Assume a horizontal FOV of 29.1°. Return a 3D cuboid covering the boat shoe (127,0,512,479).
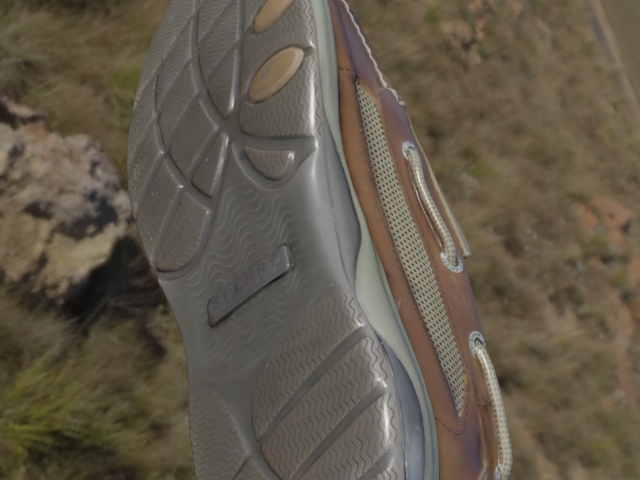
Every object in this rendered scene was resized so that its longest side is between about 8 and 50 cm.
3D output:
[{"bbox_3d":[0.000,0.000,0.531,0.116,0.123,0.324,23,47,-43],"label":"boat shoe"}]
